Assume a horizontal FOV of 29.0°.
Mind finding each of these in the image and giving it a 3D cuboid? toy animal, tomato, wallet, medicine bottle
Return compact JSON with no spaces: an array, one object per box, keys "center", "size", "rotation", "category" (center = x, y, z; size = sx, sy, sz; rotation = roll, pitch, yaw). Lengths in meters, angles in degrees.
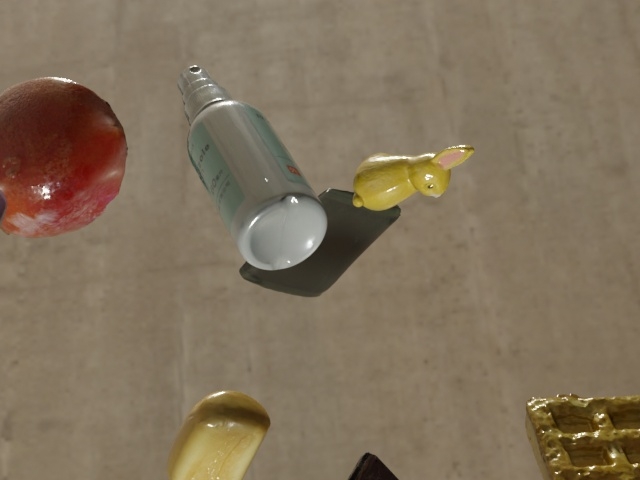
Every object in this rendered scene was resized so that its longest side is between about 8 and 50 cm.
[{"center":[0.120,-0.082,1.542],"size":[0.070,0.159,0.083],"rotation":[65,-146,-18],"category":"toy animal"},{"center":[-0.494,-0.125,2.176],"size":[0.170,0.309,0.309],"rotation":[-57,-37,-61],"category":"tomato"},{"center":[0.000,0.000,1.974],"size":[0.245,0.169,0.052],"rotation":[-44,47,34],"category":"wallet"},{"center":[-0.104,-0.108,1.520],"size":[0.352,0.110,0.110],"rotation":[-122,17,-46],"category":"medicine bottle"}]

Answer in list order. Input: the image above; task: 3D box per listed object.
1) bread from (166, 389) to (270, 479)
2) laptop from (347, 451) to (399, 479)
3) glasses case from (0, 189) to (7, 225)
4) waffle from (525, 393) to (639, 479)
[{"center":[-0.178,0.342,2.130],"size":[0.217,0.147,0.098],"rotation":[-58,25,35],"category":"bread"},{"center":[0.062,0.409,1.648],"size":[0.154,0.026,0.207],"rotation":[48,-126,-19],"category":"laptop"},{"center":[-0.430,0.022,1.348],"size":[0.316,0.123,0.075],"rotation":[-87,17,-53],"category":"glasses case"},{"center":[0.365,0.301,1.552],"size":[0.274,0.168,0.057],"rotation":[-99,8,-52],"category":"waffle"}]
